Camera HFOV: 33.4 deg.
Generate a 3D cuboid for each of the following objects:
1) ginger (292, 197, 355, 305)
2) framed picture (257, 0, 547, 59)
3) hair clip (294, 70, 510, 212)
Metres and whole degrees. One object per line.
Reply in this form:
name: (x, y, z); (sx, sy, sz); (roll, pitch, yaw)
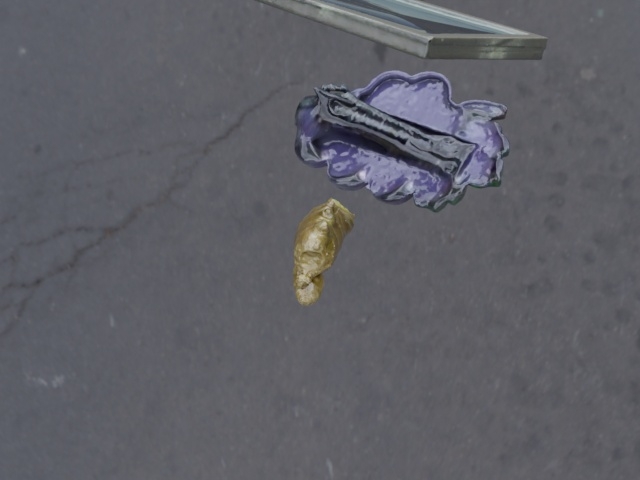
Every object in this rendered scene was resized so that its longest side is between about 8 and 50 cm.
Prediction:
ginger: (-0.003, -0.004, 1.663); (0.081, 0.115, 0.206); (-5, 45, 24)
framed picture: (0.029, -0.153, 0.703); (0.203, 0.015, 0.150); (26, 23, 33)
hair clip: (0.065, -0.090, 0.871); (0.195, 0.052, 0.124); (20, 78, 26)
